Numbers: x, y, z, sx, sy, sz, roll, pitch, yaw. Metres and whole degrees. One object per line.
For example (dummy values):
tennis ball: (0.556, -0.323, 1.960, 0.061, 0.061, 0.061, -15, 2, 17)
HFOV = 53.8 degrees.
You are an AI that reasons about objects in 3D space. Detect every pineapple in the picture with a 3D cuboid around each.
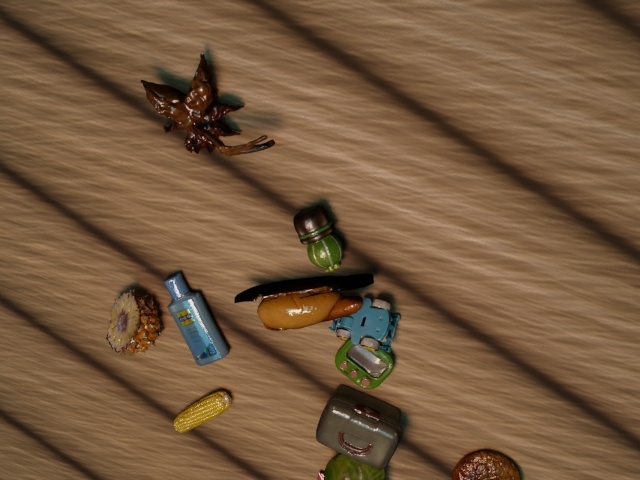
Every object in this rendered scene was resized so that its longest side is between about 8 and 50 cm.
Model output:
pineapple: (-0.481, 0.231, 1.716, 0.161, 0.137, 0.176, -34, 58, 31)

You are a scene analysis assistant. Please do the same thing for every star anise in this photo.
star anise: (-0.258, -0.292, 1.481, 0.346, 0.148, 0.237, 30, 114, 13)

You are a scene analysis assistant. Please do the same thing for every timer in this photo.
timer: (0.115, 0.313, 1.638, 0.140, 0.047, 0.128, 38, 113, -1)

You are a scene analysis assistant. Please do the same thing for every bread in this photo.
bread: (0.435, 0.640, 1.659, 0.193, 0.064, 0.193, 3, 108, 9)

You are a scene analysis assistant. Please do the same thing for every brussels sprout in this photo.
brussels sprout: (0.094, 0.652, 1.705, 0.161, 0.144, 0.180, -19, 91, -17)

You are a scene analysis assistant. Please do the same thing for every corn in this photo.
corn: (-0.334, 0.485, 1.788, 0.206, 0.067, 0.067, -34, 97, 23)

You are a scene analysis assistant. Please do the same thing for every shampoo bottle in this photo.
shampoo bottle: (-0.345, 0.210, 1.706, 0.104, 0.061, 0.258, -22, 101, 18)

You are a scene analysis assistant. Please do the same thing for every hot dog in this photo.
hot dog: (-0.036, 0.164, 1.548, 0.326, 0.194, 0.107, -5, 100, 28)

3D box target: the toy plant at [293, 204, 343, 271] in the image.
toy plant: (0.000, 0.000, 1.541, 0.093, 0.093, 0.162, -20, 102, 18)

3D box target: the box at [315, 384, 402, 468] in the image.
box: (0.103, 0.486, 1.651, 0.210, 0.129, 0.148, 22, 111, 5)

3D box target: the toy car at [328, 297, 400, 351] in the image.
toy car: (0.112, 0.216, 1.587, 0.161, 0.098, 0.126, 3, 66, 35)

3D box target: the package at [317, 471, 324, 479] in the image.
package: (0.012, 0.694, 1.794, 0.059, 0.029, 0.083, 22, 120, 9)
